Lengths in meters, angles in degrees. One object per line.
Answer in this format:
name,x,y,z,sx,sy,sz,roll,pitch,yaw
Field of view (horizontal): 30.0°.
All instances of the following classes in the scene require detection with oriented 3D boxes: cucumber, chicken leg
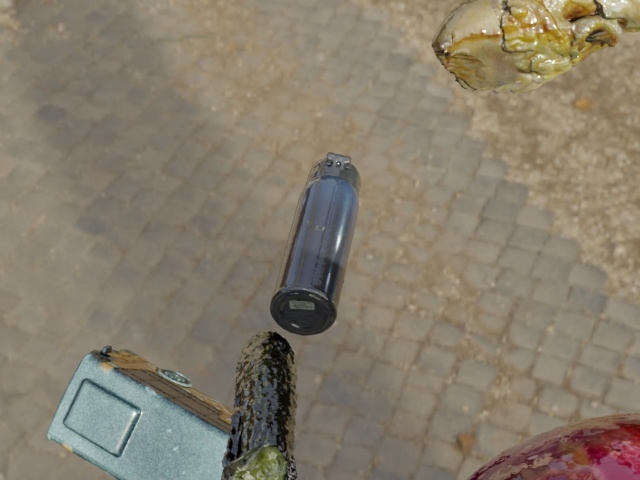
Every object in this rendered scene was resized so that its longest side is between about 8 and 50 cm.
cucumber,-0.051,0.148,1.113,0.067,0.067,0.245,4,29,-1
chicken leg,0.173,-0.147,0.786,0.198,0.085,0.069,-15,45,18

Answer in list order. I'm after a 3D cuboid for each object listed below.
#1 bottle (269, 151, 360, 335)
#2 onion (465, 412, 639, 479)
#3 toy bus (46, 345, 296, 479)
bottle,0.000,0.000,1.342,0.072,0.082,0.244,11,43,3
onion,0.175,0.223,0.732,0.230,0.256,0.272,30,-4,-39
toy bus,-0.224,0.293,1.767,0.323,0.162,0.194,27,3,17
